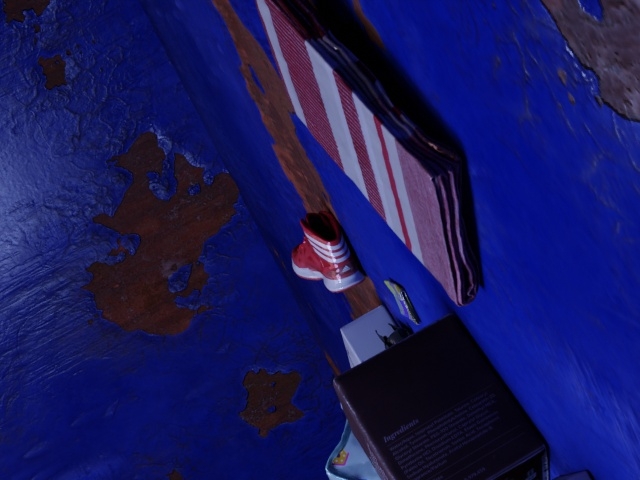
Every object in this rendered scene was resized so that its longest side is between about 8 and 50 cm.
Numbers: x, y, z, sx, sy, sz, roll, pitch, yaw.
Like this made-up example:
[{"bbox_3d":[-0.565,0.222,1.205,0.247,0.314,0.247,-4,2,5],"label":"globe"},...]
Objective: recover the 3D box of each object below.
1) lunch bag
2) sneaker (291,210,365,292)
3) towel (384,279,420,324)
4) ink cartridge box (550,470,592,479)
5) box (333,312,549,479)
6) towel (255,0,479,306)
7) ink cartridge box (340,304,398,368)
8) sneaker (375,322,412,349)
[{"bbox_3d":[0.155,0.370,1.793,0.262,0.160,0.223,16,157,13],"label":"lunch bag"},{"bbox_3d":[0.000,0.000,1.914,0.221,0.087,0.128,20,131,62],"label":"sneaker"},{"bbox_3d":[0.115,0.086,1.622,0.060,0.009,0.083,62,173,-15],"label":"towel"},{"bbox_3d":[0.192,0.327,1.181,0.093,0.212,0.154,63,175,12],"label":"ink cartridge box"},{"bbox_3d":[0.143,0.234,1.348,0.203,0.167,0.168,57,173,32],"label":"box"},{"bbox_3d":[0.045,-0.104,1.142,0.329,0.037,0.237,51,169,32],"label":"towel"},{"bbox_3d":[0.111,0.219,1.876,0.148,0.086,0.203,58,172,27],"label":"ink cartridge box"},{"bbox_3d":[0.128,0.171,1.699,0.089,0.051,0.170,57,177,-5],"label":"sneaker"}]
